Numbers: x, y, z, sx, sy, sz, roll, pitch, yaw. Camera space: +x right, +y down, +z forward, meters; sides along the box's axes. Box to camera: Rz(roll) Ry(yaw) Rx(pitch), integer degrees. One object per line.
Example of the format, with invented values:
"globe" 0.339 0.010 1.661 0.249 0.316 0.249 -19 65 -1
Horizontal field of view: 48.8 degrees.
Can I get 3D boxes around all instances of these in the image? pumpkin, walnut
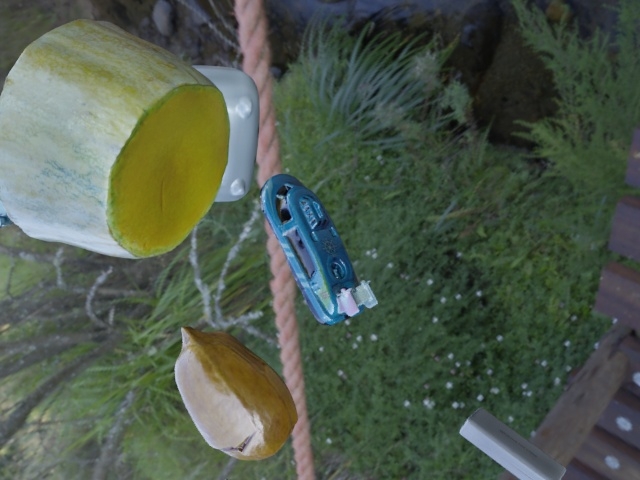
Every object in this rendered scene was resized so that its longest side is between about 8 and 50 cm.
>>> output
"pumpkin" -0.271 -0.131 1.002 0.199 0.332 0.332 18 141 23
"walnut" -0.192 0.317 1.494 0.336 0.209 0.209 51 154 1

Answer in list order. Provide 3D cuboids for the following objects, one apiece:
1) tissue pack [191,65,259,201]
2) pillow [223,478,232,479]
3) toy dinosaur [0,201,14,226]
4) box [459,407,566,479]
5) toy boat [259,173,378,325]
"tissue pack" -0.268 -0.258 1.752 0.236 0.229 0.333 -128 41 -60
"pillow" -0.238 0.608 1.492 0.093 0.241 0.051 40 -172 -8
"toy dinosaur" -0.668 -0.058 1.464 0.329 0.144 0.076 -32 92 23
"box" 0.455 0.499 1.677 0.244 0.103 0.055 35 116 25
"toy boat" 0.000 0.000 1.279 0.092 0.134 0.298 -34 78 39
